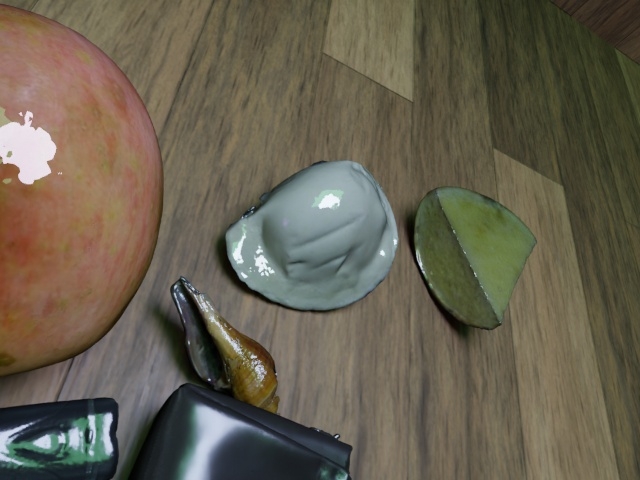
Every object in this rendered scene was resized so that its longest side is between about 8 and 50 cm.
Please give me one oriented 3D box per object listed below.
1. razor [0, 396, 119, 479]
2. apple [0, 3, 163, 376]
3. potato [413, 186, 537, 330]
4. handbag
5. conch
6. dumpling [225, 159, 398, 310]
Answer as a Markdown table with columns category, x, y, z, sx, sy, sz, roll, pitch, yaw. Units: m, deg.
| category | x | y | z | sx | sy | sz | roll | pitch | yaw |
| --- | --- | --- | --- | --- | --- | --- | --- | --- | --- |
| razor | -0.291 | 0.216 | 0.572 | 0.147 | 0.054 | 0.090 | 6 | 60 | -30 |
| apple | -0.327 | -0.036 | 0.512 | 0.363 | 0.364 | 0.364 | 16 | 55 | -25 |
| potato | 0.316 | 0.032 | 1.050 | 0.255 | 0.112 | 0.270 | -7 | 70 | -40 |
| handbag | -0.094 | 0.326 | 0.583 | 0.256 | 0.113 | 0.286 | 22 | 54 | -14 |
| conch | -0.118 | 0.153 | 0.707 | 0.233 | 0.086 | 0.080 | 47 | 8 | 4 |
| dumpling | 0.000 | -0.001 | 0.853 | 0.175 | 0.243 | 0.227 | -64 | 130 | -79 |
